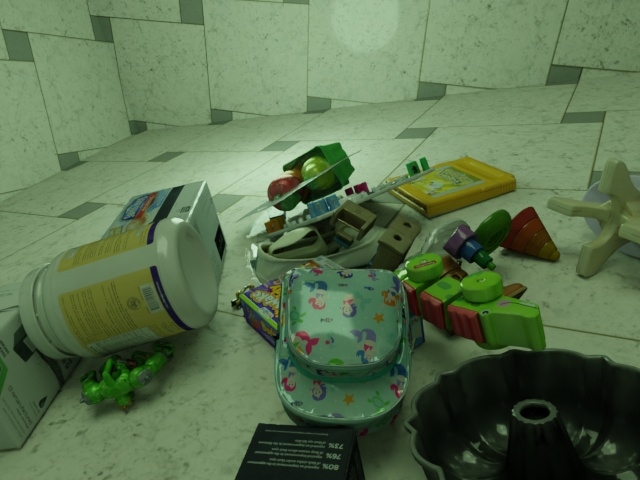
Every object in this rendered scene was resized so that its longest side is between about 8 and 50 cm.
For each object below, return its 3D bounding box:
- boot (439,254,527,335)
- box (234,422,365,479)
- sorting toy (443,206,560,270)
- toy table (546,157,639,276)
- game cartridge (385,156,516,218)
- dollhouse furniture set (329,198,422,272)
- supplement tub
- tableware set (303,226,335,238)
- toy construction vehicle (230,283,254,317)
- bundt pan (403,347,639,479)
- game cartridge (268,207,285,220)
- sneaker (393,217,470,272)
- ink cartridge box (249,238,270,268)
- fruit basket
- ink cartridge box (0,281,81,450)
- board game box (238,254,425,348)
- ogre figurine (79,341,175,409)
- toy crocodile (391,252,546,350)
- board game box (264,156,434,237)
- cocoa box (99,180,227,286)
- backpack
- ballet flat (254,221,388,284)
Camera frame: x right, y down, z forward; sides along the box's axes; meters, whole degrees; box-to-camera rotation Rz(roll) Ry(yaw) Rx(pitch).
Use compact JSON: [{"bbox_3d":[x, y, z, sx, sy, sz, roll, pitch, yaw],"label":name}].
[{"bbox_3d":[0.304,0.090,1.011,0.197,0.073,0.152,-21,56,-10],"label":"boot"},{"bbox_3d":[-0.036,0.359,0.648,0.153,0.108,0.207,-2,29,18],"label":"box"},{"bbox_3d":[0.419,0.015,1.079,0.366,0.127,0.126,-8,43,-43],"label":"sorting toy"},{"bbox_3d":[0.640,-0.048,1.048,0.161,0.252,0.274,-6,12,-24],"label":"toy table"},{"bbox_3d":[0.413,-0.182,1.582,0.324,0.052,0.285,-19,28,-12],"label":"game cartridge"},{"bbox_3d":[0.120,-0.002,1.182,0.184,0.129,0.129,31,41,13],"label":"dollhouse furniture set"},{"bbox_3d":[-0.410,0.106,1.035,0.332,0.241,0.241,-17,26,5],"label":"supplement tub"},{"bbox_3d":[0.000,0.000,1.428,0.141,0.020,0.168,1,29,23],"label":"tableware set"},{"bbox_3d":[-0.171,0.143,1.201,0.086,0.035,0.098,9,33,34],"label":"toy construction vehicle"},{"bbox_3d":[0.282,0.269,0.632,0.331,0.124,0.331,-13,13,3],"label":"bundt pan"},{"bbox_3d":[-0.147,-0.091,1.670,0.056,0.017,0.083,-7,27,2],"label":"game cartridge"},{"bbox_3d":[0.284,0.055,1.148,0.115,0.105,0.281,25,52,33],"label":"sneaker"},{"bbox_3d":[-0.169,0.036,1.417,0.063,0.029,0.115,-13,26,-1],"label":"ink cartridge box"},{"bbox_3d":[-0.069,-0.162,1.563,0.353,0.165,0.327,-44,16,-34],"label":"fruit basket"},{"bbox_3d":[-0.628,0.240,1.001,0.122,0.211,0.289,-9,27,6],"label":"ink cartridge box"},{"bbox_3d":[0.011,0.163,1.043,0.233,0.078,0.347,-26,30,-26],"label":"board game box"},{"bbox_3d":[-0.397,0.270,0.984,0.197,0.096,0.118,-2,15,-5],"label":"ogre figurine"},{"bbox_3d":[0.221,0.108,0.838,0.105,0.115,0.341,-28,25,-25],"label":"toy crocodile"},{"bbox_3d":[0.065,-0.120,1.421,0.390,0.050,0.390,-25,4,-26],"label":"board game box"},{"bbox_3d":[-0.404,0.018,1.319,0.228,0.231,0.347,-12,26,1],"label":"cocoa box"},{"bbox_3d":[0.035,0.169,0.778,0.225,0.191,0.253,2,60,3],"label":"backpack"},{"bbox_3d":[0.022,0.013,1.270,0.401,0.139,0.139,-16,27,-9],"label":"ballet flat"}]
